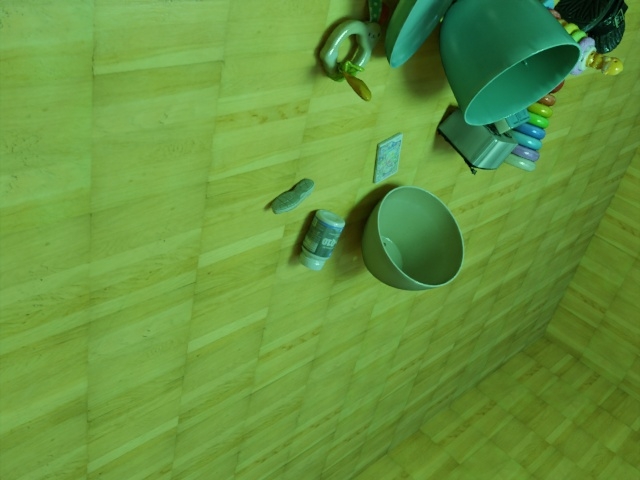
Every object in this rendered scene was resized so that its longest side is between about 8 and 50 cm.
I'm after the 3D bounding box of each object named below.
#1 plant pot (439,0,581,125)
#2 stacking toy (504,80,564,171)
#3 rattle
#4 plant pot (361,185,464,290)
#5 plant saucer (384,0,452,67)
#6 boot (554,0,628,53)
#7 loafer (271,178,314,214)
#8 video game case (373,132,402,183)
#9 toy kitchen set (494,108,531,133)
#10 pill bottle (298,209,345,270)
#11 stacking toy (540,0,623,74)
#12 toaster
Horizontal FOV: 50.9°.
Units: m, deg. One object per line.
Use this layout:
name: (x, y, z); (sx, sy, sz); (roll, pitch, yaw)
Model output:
plant pot: (0.413, -0.451, 1.567); (0.292, 0.235, 0.293); (-23, 164, -7)
stacking toy: (0.680, -0.395, 2.146); (0.141, 0.141, 0.331); (2, 113, -54)
rattle: (0.106, -0.397, 1.363); (0.199, 0.142, 0.130); (-41, 129, -8)
plant pot: (0.221, 0.019, 1.836); (0.284, 0.284, 0.191); (-27, 174, -37)
plant saucer: (0.226, -0.508, 1.407); (0.318, 0.043, 0.317); (-52, 173, -9)
boot: (0.837, -0.666, 2.069); (0.348, 0.131, 0.260); (-45, 148, -15)
loafer: (-0.060, -0.092, 1.528); (0.125, 0.045, 0.039); (-39, 153, -27)
video game case: (0.175, -0.213, 1.749); (0.087, 0.011, 0.122); (-31, 142, -32)
toy kitchen set: (0.523, -0.420, 1.789); (0.122, 0.207, 0.166); (-27, 180, -43)
pill bottle: (0.000, 0.000, 1.661); (0.078, 0.078, 0.137); (-3, 123, -52)
stacking toy: (0.691, -0.522, 1.852); (0.175, 0.301, 0.166); (-41, 146, -21)
toaster: (0.439, -0.278, 1.863); (0.168, 0.186, 0.110); (-5, 141, -50)
